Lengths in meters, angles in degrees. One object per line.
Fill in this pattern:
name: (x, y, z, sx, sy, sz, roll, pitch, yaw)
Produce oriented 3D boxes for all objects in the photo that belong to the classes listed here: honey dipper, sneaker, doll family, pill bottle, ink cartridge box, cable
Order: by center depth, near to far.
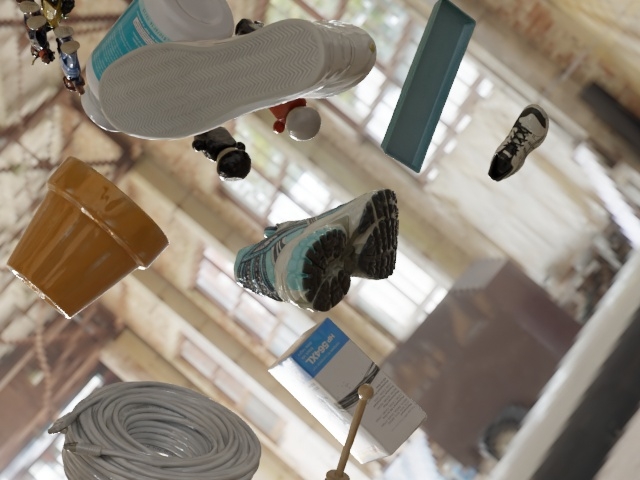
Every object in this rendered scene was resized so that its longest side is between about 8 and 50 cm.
sneaker: (0.179, -0.085, 1.284, 0.037, 0.032, 0.083, -37, -23, -49)
sneaker: (-0.083, -0.173, 1.537, 0.293, 0.108, 0.169, -7, 3, 29)
honey dipper: (0.032, 0.233, 1.627, 0.030, 0.030, 0.160, -37, -35, -64)
sneaker: (0.000, 0.000, 1.632, 0.283, 0.122, 0.110, -22, -66, -60)
doll family: (-0.324, -0.258, 1.699, 0.076, 0.193, 0.111, -7, -23, -13)
cable: (-0.210, 0.278, 1.866, 0.257, 0.257, 0.089, -50, -21, -68)
ink cartridge box: (0.037, 0.219, 2.037, 0.086, 0.203, 0.148, -45, 1, -20)
pill bottle: (-0.257, -0.277, 2.138, 0.264, 0.146, 0.146, -42, 0, 36)

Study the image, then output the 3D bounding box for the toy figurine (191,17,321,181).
toy figurine: (-0.120, -0.223, 2.255, 0.213, 0.148, 0.209, -28, -44, -9)

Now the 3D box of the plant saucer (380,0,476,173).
plant saucer: (0.120, -0.176, 1.603, 0.067, 0.018, 0.192, 28, -99, -43)

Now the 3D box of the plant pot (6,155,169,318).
plant pot: (-0.367, 0.008, 2.154, 0.188, 0.205, 0.205, -50, -6, -12)
